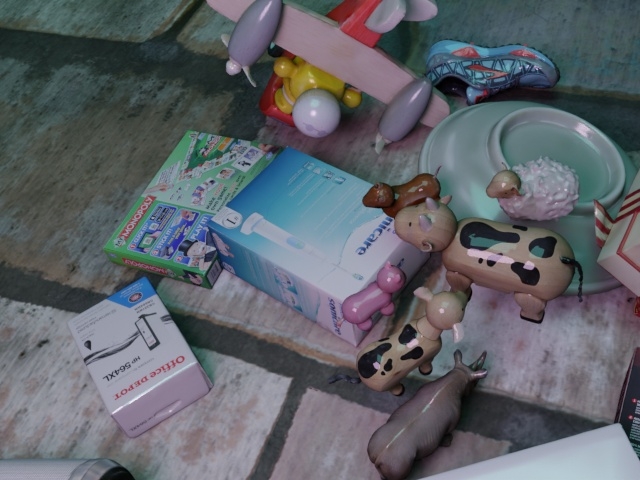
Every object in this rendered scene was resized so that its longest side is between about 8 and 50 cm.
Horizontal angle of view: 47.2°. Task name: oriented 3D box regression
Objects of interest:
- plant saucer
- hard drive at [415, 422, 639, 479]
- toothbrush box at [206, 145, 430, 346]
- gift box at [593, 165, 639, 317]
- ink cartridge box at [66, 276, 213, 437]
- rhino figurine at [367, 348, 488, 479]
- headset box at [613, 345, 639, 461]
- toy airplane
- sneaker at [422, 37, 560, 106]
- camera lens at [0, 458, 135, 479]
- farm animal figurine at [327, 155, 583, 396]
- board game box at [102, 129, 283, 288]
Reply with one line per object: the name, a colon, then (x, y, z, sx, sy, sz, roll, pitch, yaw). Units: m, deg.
plant saucer: (0.357, -0.104, 1.156, 0.400, 0.100, 0.400, 5, 52, -7)
hard drive: (0.201, 0.356, 0.788, 0.353, 0.047, 0.233, -17, 53, 2)
toothbrush box: (0.000, 0.000, 1.201, 0.295, 0.126, 0.216, 26, 59, 29)
gift box: (0.546, -0.030, 1.002, 0.276, 0.258, 0.255, 42, 61, -1)
ink cartridge box: (-0.282, 0.178, 1.140, 0.148, 0.086, 0.203, -31, 51, -14)
rhino figurine: (0.153, 0.234, 0.992, 0.243, 0.106, 0.073, -41, 56, -21)
headset box: (0.465, 0.277, 0.890, 0.218, 0.110, 0.293, 14, 56, 21)
toy airplane: (0.028, -0.309, 1.294, 0.386, 0.384, 0.272, 5, 65, 15)
sneaker: (0.327, -0.306, 1.423, 0.262, 0.104, 0.125, 11, 72, 25)
camera lens: (-0.368, 0.382, 0.903, 0.274, 0.219, 0.219, -2, 51, 9)
farm animal figurine: (0.174, 0.033, 0.944, 0.327, 0.172, 0.330, -1, 64, 13)
board game box: (-0.226, -0.069, 1.357, 0.213, 0.046, 0.317, 13, 55, 22)
